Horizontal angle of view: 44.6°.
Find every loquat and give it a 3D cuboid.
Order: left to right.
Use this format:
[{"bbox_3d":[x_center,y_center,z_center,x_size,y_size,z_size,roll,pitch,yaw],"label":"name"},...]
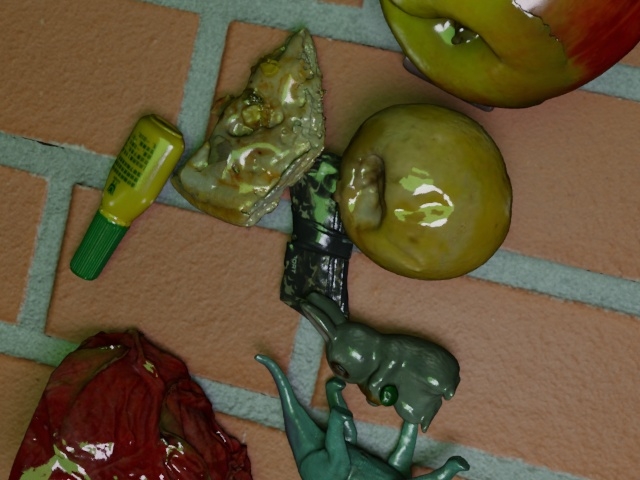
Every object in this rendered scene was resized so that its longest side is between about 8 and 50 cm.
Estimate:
[{"bbox_3d":[0.139,-0.061,1.001,0.243,0.244,0.244,0,92,8],"label":"loquat"}]

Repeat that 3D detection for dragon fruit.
[{"bbox_3d":[-0.245,0.290,1.119,0.330,0.240,0.302,20,66,-14],"label":"dragon fruit"}]

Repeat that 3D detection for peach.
[{"bbox_3d":[0.241,-0.346,0.909,0.370,0.370,0.370,0,92,8],"label":"peach"}]

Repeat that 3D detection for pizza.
[{"bbox_3d":[-0.080,-0.158,1.085,0.189,0.071,0.297,39,92,32],"label":"pizza"}]

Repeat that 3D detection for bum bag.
[{"bbox_3d":[-0.001,0.000,1.100,0.102,0.069,0.248,4,94,-7],"label":"bum bag"}]

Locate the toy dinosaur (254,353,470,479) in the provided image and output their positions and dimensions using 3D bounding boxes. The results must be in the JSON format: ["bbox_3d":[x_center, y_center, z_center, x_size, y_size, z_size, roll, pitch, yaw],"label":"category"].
[{"bbox_3d":[0.026,0.380,1.102,0.383,0.129,0.331,24,104,8],"label":"toy dinosaur"}]

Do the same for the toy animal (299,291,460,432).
[{"bbox_3d":[0.075,0.162,1.073,0.236,0.138,0.108,27,121,16],"label":"toy animal"}]

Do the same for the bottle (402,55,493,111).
[{"bbox_3d":[0.184,-0.229,1.073,0.140,0.053,0.053,29,95,7],"label":"bottle"}]

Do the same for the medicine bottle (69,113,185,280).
[{"bbox_3d":[-0.288,-0.058,1.142,0.095,0.064,0.261,38,101,30],"label":"medicine bottle"}]
